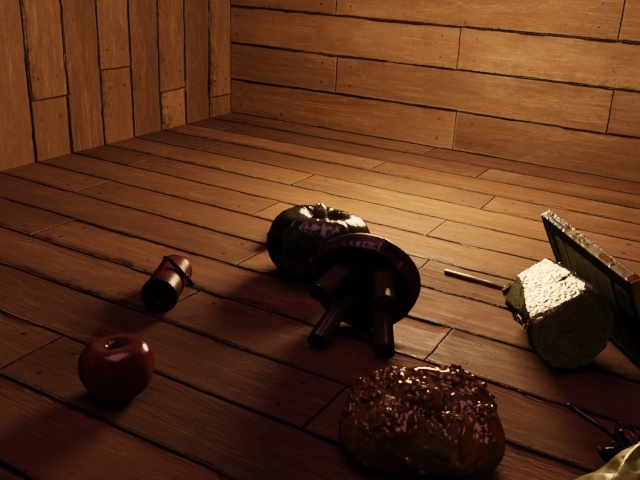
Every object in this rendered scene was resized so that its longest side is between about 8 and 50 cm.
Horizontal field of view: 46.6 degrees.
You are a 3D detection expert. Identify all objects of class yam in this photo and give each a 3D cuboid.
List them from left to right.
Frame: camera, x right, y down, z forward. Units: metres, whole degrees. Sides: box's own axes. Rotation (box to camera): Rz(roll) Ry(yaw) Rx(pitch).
[{"bbox_3d":[0.552,0.169,1.752,0.202,0.201,0.271,-29,23,4],"label":"yam"}]

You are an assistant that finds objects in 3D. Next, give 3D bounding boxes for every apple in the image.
[{"bbox_3d":[-0.414,0.259,1.510,0.153,0.120,0.153,-3,19,1],"label":"apple"}]

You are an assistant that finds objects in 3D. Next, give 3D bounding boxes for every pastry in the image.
[{"bbox_3d":[0.189,0.322,1.366,0.311,0.162,0.255,3,19,-3],"label":"pastry"}]

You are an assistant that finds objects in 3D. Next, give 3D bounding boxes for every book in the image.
[{"bbox_3d":[0.666,0.125,1.761,0.039,0.300,0.428,-26,24,1],"label":"book"}]

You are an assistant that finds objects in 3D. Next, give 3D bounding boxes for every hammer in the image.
[{"bbox_3d":[0.445,0.112,2.127,0.199,0.013,0.062,15,24,29],"label":"hammer"}]

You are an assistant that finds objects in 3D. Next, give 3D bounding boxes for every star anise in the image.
[{"bbox_3d":[0.584,0.377,1.371,0.177,0.073,0.234,-8,39,-5],"label":"star anise"}]

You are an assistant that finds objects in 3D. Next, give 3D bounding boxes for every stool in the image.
[{"bbox_3d":[0.090,0.135,1.732,0.272,0.272,0.178,7,38,12],"label":"stool"}]

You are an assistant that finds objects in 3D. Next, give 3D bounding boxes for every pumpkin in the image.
[{"bbox_3d":[0.000,0.000,2.099,0.300,0.207,0.300,8,14,-2],"label":"pumpkin"}]

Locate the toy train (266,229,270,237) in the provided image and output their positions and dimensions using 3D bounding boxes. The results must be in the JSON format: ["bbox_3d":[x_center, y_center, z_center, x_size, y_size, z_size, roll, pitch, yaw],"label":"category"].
[{"bbox_3d":[-0.111,-0.035,2.389,0.052,0.051,0.234,10,26,20],"label":"toy train"}]

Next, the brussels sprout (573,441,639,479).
[{"bbox_3d":[0.435,0.416,0.891,0.361,0.342,0.425,3,9,-18],"label":"brussels sprout"}]

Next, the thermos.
[{"bbox_3d":[-0.399,0.101,1.958,0.124,0.099,0.232,-33,15,13],"label":"thermos"}]
